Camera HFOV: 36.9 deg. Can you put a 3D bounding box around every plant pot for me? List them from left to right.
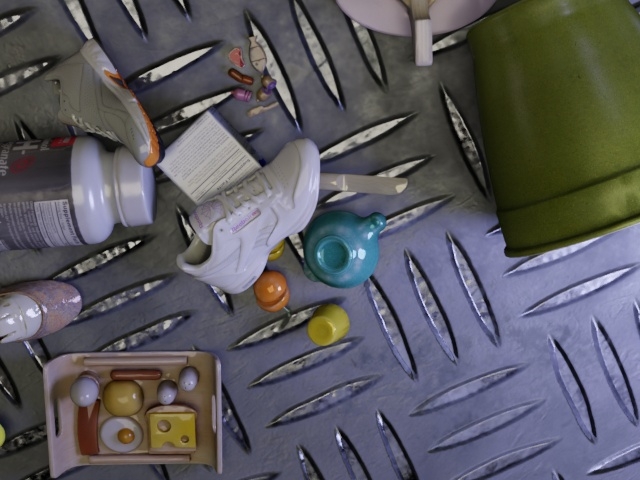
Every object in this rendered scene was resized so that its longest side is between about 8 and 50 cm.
[{"bbox_3d":[0.392,-0.203,1.469,0.366,0.366,0.353,-22,92,4],"label":"plant pot"}]

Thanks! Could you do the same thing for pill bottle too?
[{"bbox_3d":[-0.432,-0.077,1.544,0.318,0.176,0.176,-5,104,0],"label":"pill bottle"}]

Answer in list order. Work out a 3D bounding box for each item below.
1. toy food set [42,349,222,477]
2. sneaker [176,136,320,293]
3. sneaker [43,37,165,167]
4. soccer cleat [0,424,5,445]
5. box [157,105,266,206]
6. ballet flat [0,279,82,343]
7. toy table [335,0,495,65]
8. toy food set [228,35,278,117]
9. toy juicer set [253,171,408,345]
[{"bbox_3d":[-0.325,0.313,1.690,0.306,0.092,0.220,0,104,-1],"label":"toy food set"},{"bbox_3d":[-0.113,-0.041,1.527,0.152,0.114,0.305,20,115,-40],"label":"sneaker"},{"bbox_3d":[-0.340,-0.194,1.501,0.121,0.099,0.262,-33,61,-6],"label":"sneaker"},{"bbox_3d":[-0.703,0.362,1.678,0.289,0.121,0.094,-1,104,-1],"label":"soccer cleat"},{"bbox_3d":[-0.180,-0.130,1.590,0.126,0.072,0.137,-42,101,9],"label":"box"},{"bbox_3d":[-0.567,0.141,1.633,0.315,0.106,0.108,-11,104,1],"label":"ballet flat"},{"bbox_3d":[0.155,-0.404,1.483,0.274,0.161,0.252,-13,104,3],"label":"toy table"},{"bbox_3d":[-0.117,-0.268,1.582,0.077,0.019,0.122,-22,104,4],"label":"toy food set"},{"bbox_3d":[0.000,0.000,1.631,0.209,0.089,0.329,26,106,11],"label":"toy juicer set"}]
